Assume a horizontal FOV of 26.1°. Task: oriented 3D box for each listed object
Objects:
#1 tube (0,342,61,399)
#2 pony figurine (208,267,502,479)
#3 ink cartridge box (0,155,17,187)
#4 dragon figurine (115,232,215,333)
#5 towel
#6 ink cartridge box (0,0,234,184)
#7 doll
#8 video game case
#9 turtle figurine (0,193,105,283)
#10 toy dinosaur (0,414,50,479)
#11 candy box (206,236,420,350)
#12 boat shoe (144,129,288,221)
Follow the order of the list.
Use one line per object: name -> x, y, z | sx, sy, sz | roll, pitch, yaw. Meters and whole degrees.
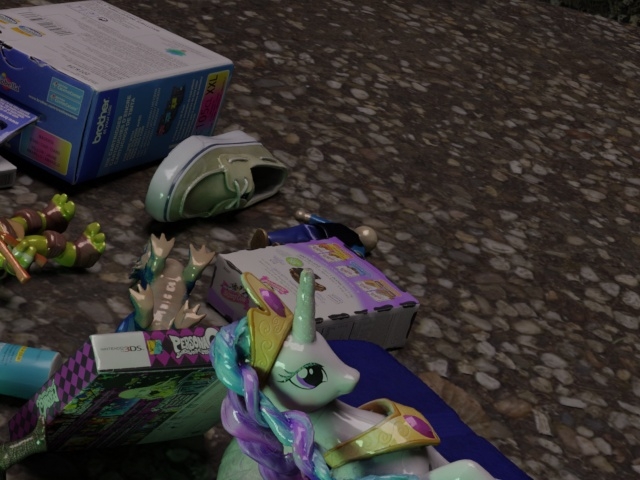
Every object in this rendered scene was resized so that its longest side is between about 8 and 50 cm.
tube -> -0.368, 0.120, 1.390 | 0.207, 0.052, 0.080 | 10, 16, 1
pony figurine -> 0.014, 0.220, 1.134 | 0.363, 0.351, 0.303 | 37, 35, -4
ink cartridge box -> -0.455, -0.103, 1.797 | 0.115, 0.029, 0.063 | 32, 30, 34
dragon figurine -> -0.178, 0.093, 1.504 | 0.085, 0.144, 0.289 | 14, 45, -9
towel -> 0.063, 0.213, 1.435 | 0.227, 0.076, 0.308 | 3, 27, -41
ink cartridge box -> -0.349, -0.215, 1.929 | 0.270, 0.151, 0.395 | 27, 23, 22
doll -> 0.000, 0.000, 1.843 | 0.189, 0.046, 0.129 | -5, 34, -37
video game case -> -0.155, 0.139, 1.284 | 0.210, 0.232, 0.042 | -2, 67, -32
turtle figurine -> -0.357, 0.003, 1.580 | 0.269, 0.087, 0.217 | 26, 18, 37
toy dinosaur -> -0.312, 0.226, 1.163 | 0.160, 0.121, 0.314 | -2, 38, -1
candy box -> -0.010, 0.073, 1.663 | 0.196, 0.070, 0.165 | -8, 35, -42
boat shoe -> -0.133, -0.086, 1.871 | 0.094, 0.109, 0.302 | 26, 24, 14
